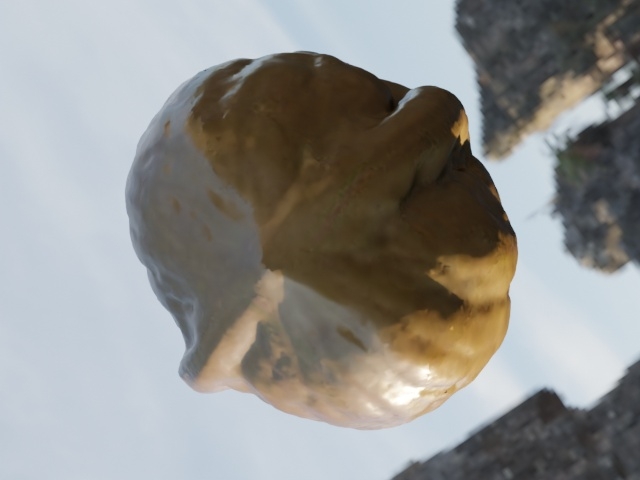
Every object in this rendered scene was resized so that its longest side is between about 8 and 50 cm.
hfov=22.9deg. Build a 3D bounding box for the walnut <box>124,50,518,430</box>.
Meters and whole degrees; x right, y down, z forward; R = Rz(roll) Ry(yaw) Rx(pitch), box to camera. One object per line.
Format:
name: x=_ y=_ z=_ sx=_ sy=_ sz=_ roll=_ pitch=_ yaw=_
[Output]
walnut: x=0.000 y=0.000 z=0.598 sx=0.166 sy=0.149 sz=0.166 roll=38 pitch=-163 yaw=-14
